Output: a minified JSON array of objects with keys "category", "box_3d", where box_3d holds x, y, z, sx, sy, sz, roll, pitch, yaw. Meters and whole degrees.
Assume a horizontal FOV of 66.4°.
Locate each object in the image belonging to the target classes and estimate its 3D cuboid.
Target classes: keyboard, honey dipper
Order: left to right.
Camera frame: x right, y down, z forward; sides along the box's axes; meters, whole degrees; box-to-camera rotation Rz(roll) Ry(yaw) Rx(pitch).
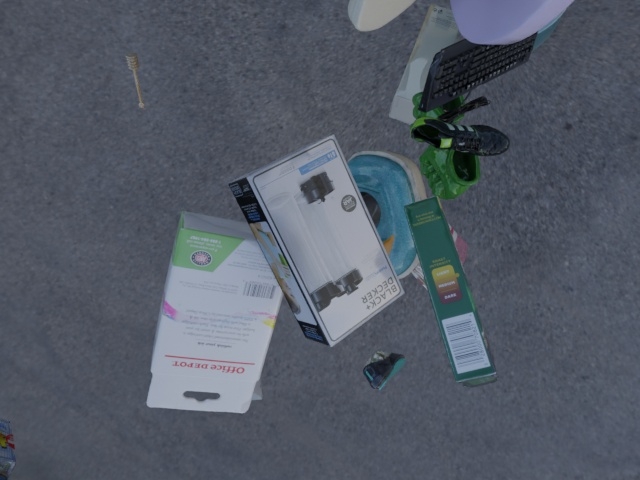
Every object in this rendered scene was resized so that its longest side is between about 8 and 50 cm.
[{"category":"honey dipper","box_3d":[-0.504,-0.435,1.341,0.031,0.030,0.160,18,139,8]},{"category":"keyboard","box_3d":[0.307,-0.314,0.943,0.033,0.317,0.201,46,151,27]}]

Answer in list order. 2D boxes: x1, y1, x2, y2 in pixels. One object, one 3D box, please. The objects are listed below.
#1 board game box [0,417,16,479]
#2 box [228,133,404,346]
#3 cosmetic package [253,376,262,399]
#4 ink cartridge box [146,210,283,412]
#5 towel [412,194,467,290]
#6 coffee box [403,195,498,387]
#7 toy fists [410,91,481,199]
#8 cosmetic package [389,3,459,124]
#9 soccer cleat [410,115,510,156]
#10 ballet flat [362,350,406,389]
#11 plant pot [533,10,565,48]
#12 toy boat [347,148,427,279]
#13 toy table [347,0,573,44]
[{"category":"board game box","box_3d":[-0.354,0.272,0.469,0.194,0.194,0.060,-2,147,34]},{"category":"box","box_3d":[0.000,0.000,0.780,0.087,0.169,0.289,-1,116,61]},{"category":"cosmetic package","box_3d":[-0.247,0.261,1.437,0.098,0.376,0.284,-8,154,4]},{"category":"ink cartridge box","box_3d":[-0.197,0.141,0.925,0.207,0.119,0.353,11,105,-20]},{"category":"towel","box_3d":[0.308,0.007,1.367,0.037,0.237,0.329,-11,136,43]},{"category":"coffee box","box_3d":[0.137,0.056,0.511,0.041,0.113,0.184,-19,66,14]},{"category":"toy fists","box_3d":[0.282,-0.233,1.153,0.096,0.142,0.279,-12,84,-12]},{"category":"cosmetic package","box_3d":[0.316,-0.518,1.467,0.113,0.160,0.309,22,81,5]},{"category":"soccer cleat","box_3d":[0.252,-0.184,0.895,0.179,0.072,0.060,18,128,20]},{"category":"ballet flat","box_3d":[0.149,0.295,1.161,0.074,0.203,0.074,0,90,24]},{"category":"plant pot","box_3d":[0.485,-0.585,1.250,0.272,0.255,0.271,-1,86,19]},{"category":"toy boat","box_3d":[0.063,-0.046,0.965,0.318,0.148,0.267,13,122,45]},{"category":"toy table","box_3d":[0.127,-0.288,0.376,0.161,0.252,0.274,-8,135,-22]}]
